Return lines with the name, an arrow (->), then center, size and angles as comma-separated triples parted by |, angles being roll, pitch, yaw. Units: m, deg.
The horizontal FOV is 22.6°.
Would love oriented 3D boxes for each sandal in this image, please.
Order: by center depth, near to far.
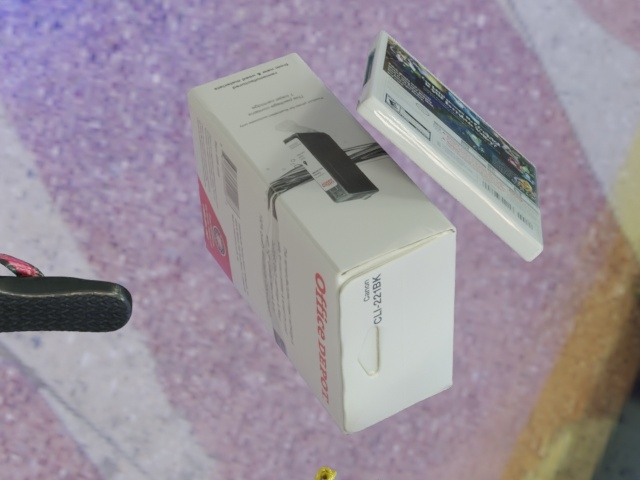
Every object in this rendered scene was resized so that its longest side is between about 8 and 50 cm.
sandal -> -0.226, 0.037, 1.159 | 0.067, 0.179, 0.040 | 112, -24, -49

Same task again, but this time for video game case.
video game case -> 0.109, -0.082, 1.334 | 0.190, 0.022, 0.173 | 40, 23, -13

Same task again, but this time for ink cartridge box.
ink cartridge box -> 0.000, 0.000, 1.378 | 0.114, 0.273, 0.197 | -22, 137, -18

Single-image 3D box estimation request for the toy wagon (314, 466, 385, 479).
toy wagon -> 0.037, 0.395, 1.795 | 0.267, 0.068, 0.344 | -59, 151, -43
